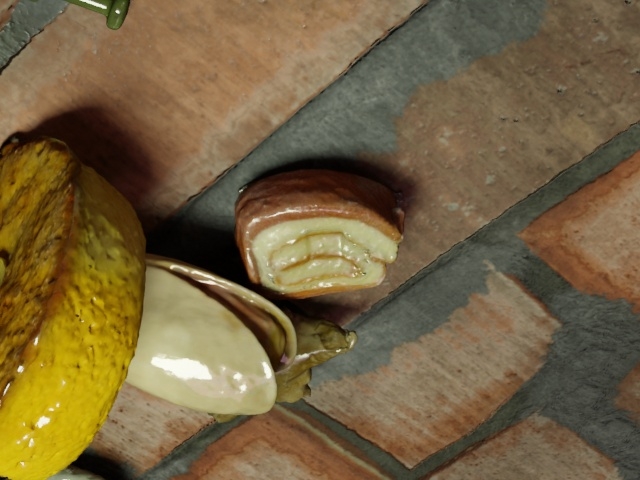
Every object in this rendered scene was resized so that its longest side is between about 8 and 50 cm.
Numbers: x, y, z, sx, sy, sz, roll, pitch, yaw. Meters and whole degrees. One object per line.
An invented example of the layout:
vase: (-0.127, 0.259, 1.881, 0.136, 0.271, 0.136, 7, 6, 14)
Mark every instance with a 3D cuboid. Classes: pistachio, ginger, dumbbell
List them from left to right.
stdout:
dumbbell: (-0.277, -0.282, 1.150, 0.118, 0.046, 0.052, 17, 132, -17)
pistachio: (-0.181, 0.116, 1.331, 0.299, 0.187, 0.187, 18, 129, 7)
ginger: (-0.080, 0.155, 1.479, 0.270, 0.123, 0.218, -23, 115, 9)

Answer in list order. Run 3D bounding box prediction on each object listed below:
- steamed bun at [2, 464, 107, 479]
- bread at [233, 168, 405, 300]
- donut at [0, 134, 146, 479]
steamed bun: (-0.454, 0.523, 1.704, 0.310, 0.219, 0.324, -22, 104, -4)
bread: (-0.001, -0.010, 1.349, 0.244, 0.123, 0.190, -11, 128, 3)
donut: (-0.351, 0.075, 1.219, 0.163, 0.435, 0.377, 32, 90, -38)
